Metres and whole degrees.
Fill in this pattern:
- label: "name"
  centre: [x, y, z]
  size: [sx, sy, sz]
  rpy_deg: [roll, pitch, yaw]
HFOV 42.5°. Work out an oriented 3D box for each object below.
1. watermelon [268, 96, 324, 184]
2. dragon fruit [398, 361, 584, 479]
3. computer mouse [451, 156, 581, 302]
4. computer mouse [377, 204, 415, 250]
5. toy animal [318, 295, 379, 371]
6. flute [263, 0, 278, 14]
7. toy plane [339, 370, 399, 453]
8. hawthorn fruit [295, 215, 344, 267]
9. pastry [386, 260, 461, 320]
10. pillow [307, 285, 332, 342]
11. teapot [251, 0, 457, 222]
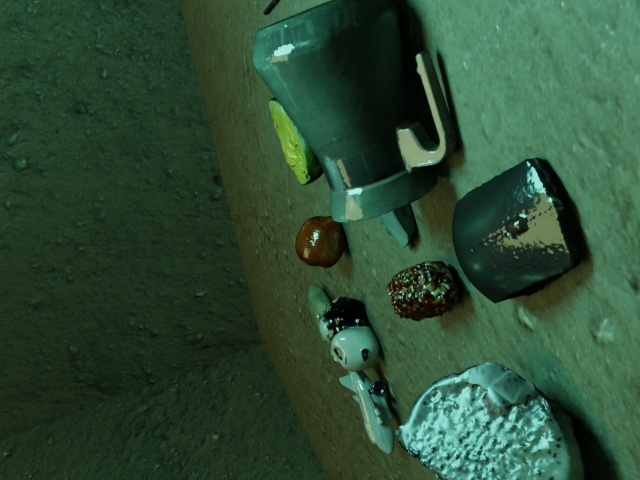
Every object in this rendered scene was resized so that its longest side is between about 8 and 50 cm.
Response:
- label: "watermelon"
  centre: [-0.035, -0.253, 1.919]
  size: [0.204, 0.127, 0.232]
  rpy_deg: [-142, 33, -68]
- label: "dragon fruit"
  centre: [0.296, 0.330, 1.275]
  size: [0.283, 0.204, 0.221]
  rpy_deg: [37, 176, 41]
- label: "computer mouse"
  centre: [0.256, -0.002, 1.162]
  size: [0.295, 0.087, 0.168]
  rpy_deg: [124, 129, -71]
- label: "computer mouse"
  centre: [0.127, -0.079, 1.633]
  size: [0.113, 0.068, 0.229]
  rpy_deg: [-159, 51, -75]
- label: "toy animal"
  centre: [0.075, 0.258, 2.184]
  size: [0.166, 0.138, 0.179]
  rpy_deg: [60, -171, -64]
- label: "flute"
  centre: [-0.110, -0.585, 2.011]
  size: [0.269, 0.014, 0.014]
  rpy_deg: [-172, 63, -75]
- label: "toy plane"
  centre: [0.147, 0.457, 2.252]
  size: [0.255, 0.101, 0.251]
  rpy_deg: [62, 171, 12]
- label: "hawthorn fruit"
  centre: [0.000, 0.000, 2.153]
  size: [0.133, 0.132, 0.138]
  rpy_deg: [-140, 58, -66]
- label: "pastry"
  centre: [0.192, 0.093, 1.539]
  size: [0.208, 0.115, 0.097]
  rpy_deg: [115, 147, -75]
- label: "pillow"
  centre: [0.009, 0.225, 2.559]
  size: [0.181, 0.077, 0.134]
  rpy_deg: [-130, 27, -65]
- label: "teapot"
  centre: [0.068, -0.227, 1.362]
  size: [0.300, 0.253, 0.344]
  rpy_deg: [-5, 114, 44]
